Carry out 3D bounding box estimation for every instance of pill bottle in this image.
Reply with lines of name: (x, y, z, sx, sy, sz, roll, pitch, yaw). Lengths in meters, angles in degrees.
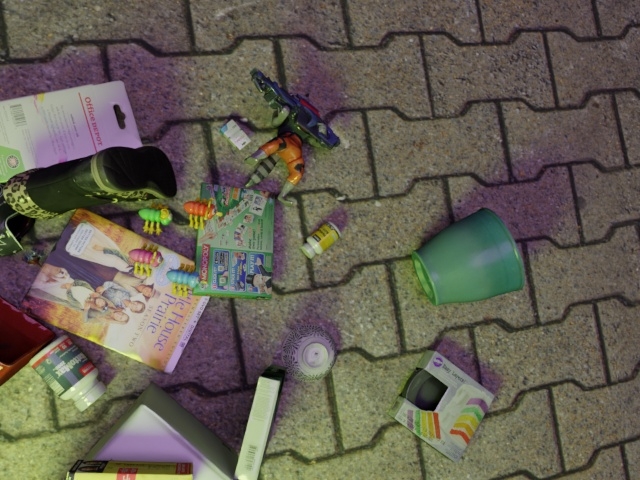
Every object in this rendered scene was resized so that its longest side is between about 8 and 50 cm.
pill bottle: (-0.634, 0.340, 1.276, 0.108, 0.108, 0.180, -41, 96, -15)
pill bottle: (0.000, 0.000, 1.500, 0.116, 0.065, 0.065, -41, 95, -15)

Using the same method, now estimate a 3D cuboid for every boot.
boot: (-0.553, -0.141, 1.262, 0.284, 0.377, 0.138, -12, 96, 9)

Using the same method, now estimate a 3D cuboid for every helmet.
helmet: (-0.805, -0.044, 1.242, 0.170, 0.169, 0.161, 24, 64, -11)

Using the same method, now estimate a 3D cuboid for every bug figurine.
bug figurine: (-0.383, -0.001, 1.313, 0.217, 0.072, 0.278, 8, 73, 1)

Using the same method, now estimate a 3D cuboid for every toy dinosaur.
toy dinosaur: (-0.745, 0.048, 1.290, 0.047, 0.082, 0.090, 25, 39, -36)

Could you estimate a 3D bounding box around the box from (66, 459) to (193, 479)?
box: (-0.376, 0.482, 1.003, 0.233, 0.087, 0.058, 8, 80, -11)

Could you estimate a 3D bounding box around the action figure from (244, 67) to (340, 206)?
action figure: (-0.124, -0.313, 1.434, 0.341, 0.179, 0.330, 41, 57, -30)

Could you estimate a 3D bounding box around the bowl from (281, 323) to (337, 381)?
bowl: (-0.024, 0.330, 1.454, 0.170, 0.080, 0.170, 2, 83, -14)

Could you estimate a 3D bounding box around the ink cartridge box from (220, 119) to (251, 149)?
ink cartridge box: (-0.251, -0.309, 1.483, 0.048, 0.028, 0.083, -44, 96, -14)

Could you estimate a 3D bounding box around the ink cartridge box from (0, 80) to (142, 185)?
ink cartridge box: (-0.667, -0.279, 1.322, 0.354, 0.119, 0.207, -16, 89, -15)

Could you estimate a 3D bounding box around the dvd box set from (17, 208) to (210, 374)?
dvd box set: (-0.524, 0.137, 1.348, 0.421, 0.062, 0.307, 28, 78, -11)

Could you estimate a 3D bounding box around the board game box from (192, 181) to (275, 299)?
board game box: (-0.239, 0.002, 1.409, 0.214, 0.046, 0.317, 6, 72, -17)

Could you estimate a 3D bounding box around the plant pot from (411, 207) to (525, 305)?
plant pot: (0.427, 0.072, 1.516, 0.255, 0.271, 0.271, -22, 90, -2)

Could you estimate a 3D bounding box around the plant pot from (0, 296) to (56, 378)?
plant pot: (-0.847, 0.269, 1.163, 0.267, 0.267, 0.235, 38, 89, -9)

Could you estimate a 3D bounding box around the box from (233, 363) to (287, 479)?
box: (-0.144, 0.449, 1.284, 0.059, 0.322, 0.232, 14, 82, 0)

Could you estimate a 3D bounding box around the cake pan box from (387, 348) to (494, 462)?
cake pan box: (0.371, 0.504, 1.549, 0.267, 0.070, 0.245, 39, 74, -8)

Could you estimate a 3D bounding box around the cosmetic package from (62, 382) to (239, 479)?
cosmetic package: (-0.429, 0.614, 1.189, 0.327, 0.329, 0.393, 43, 75, -6)
